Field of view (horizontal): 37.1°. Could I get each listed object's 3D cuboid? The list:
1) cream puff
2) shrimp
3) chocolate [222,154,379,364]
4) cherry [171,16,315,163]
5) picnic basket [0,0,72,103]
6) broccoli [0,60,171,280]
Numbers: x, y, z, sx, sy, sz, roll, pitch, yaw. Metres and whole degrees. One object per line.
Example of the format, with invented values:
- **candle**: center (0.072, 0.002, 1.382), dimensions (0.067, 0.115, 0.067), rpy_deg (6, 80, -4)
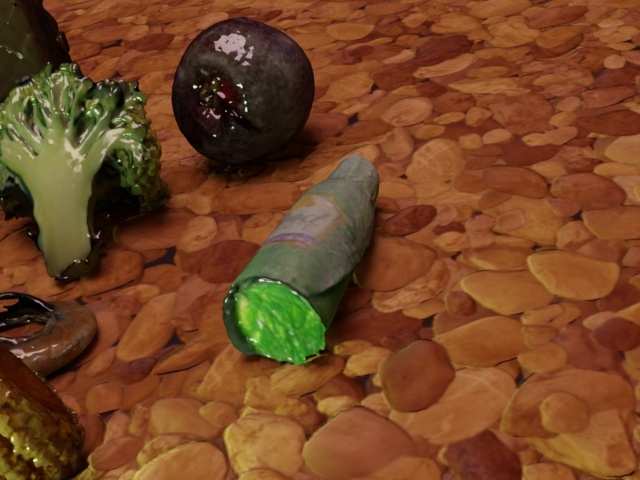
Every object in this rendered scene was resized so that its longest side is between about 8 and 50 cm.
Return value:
- **cream puff**: center (-0.315, 0.171, 0.805), dimensions (0.169, 0.183, 0.183), rpy_deg (-48, 42, -10)
- **shrimp**: center (-0.342, 0.112, 0.983), dimensions (0.219, 0.046, 0.152), rpy_deg (-28, 36, -30)
- **chocolate**: center (0.000, 0.000, 0.994), dimensions (0.110, 0.110, 0.291), rpy_deg (1, 33, 21)
- **cherry**: center (-0.096, -0.192, 1.246), dimensions (0.195, 0.195, 0.195), rpy_deg (-9, 32, 6)
- **picnic basket**: center (-0.485, -0.247, 1.364), dimensions (0.254, 0.291, 0.321), rpy_deg (-19, 18, -10)
- **broccoli**: center (-0.293, -0.072, 1.199), dimensions (0.242, 0.273, 0.180), rpy_deg (-18, -13, 9)
